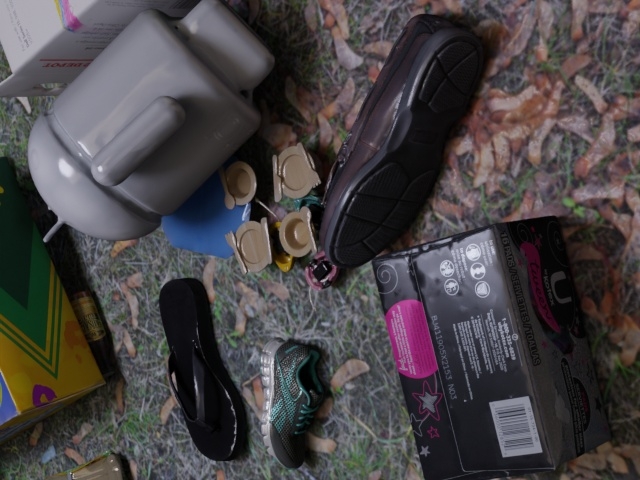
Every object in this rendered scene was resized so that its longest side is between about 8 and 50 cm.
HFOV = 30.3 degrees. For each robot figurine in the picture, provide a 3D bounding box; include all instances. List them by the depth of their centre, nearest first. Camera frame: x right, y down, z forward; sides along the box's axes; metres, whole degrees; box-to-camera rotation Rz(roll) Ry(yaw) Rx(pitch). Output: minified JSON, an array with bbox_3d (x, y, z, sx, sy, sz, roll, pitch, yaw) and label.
[{"bbox_3d":[-0.215,-0.140,1.448,0.353,0.300,0.200,-44,99,8],"label":"robot figurine"}]

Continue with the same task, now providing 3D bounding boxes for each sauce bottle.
[{"bbox_3d":[-0.331,0.137,1.716,0.042,0.042,0.128,-33,76,36],"label":"sauce bottle"}]

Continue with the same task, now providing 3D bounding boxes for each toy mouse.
[{"bbox_3d":[0.000,0.000,1.440,0.143,0.031,0.161,-22,81,38],"label":"toy mouse"}]

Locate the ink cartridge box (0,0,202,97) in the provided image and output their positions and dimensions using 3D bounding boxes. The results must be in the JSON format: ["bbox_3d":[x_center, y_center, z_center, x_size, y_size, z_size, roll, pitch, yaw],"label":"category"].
[{"bbox_3d":[-0.281,-0.314,1.519,0.353,0.207,0.119,-29,80,37],"label":"ink cartridge box"}]

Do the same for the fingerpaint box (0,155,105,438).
[{"bbox_3d":[-0.563,0.137,1.789,0.445,0.163,0.371,-32,80,42],"label":"fingerpaint box"}]

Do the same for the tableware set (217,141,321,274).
[{"bbox_3d":[-0.061,-0.038,1.450,0.169,0.020,0.141,-14,86,39],"label":"tableware set"}]

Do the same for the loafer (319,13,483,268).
[{"bbox_3d":[0.079,-0.112,1.335,0.095,0.109,0.302,49,117,47],"label":"loafer"}]

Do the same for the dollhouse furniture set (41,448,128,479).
[{"bbox_3d":[-0.324,0.488,1.734,0.198,0.151,0.301,-21,63,18],"label":"dollhouse furniture set"}]

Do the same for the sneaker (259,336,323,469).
[{"bbox_3d":[-0.031,0.204,1.470,0.076,0.065,0.166,-3,95,35],"label":"sneaker"}]

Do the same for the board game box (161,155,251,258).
[{"bbox_3d":[-0.145,-0.050,1.549,0.169,0.033,0.133,11,101,38],"label":"board game box"}]

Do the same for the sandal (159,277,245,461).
[{"bbox_3d":[-0.173,0.177,1.583,0.097,0.054,0.254,-26,78,38],"label":"sandal"}]

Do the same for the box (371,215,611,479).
[{"bbox_3d":[0.182,0.113,1.237,0.163,0.142,0.247,-17,85,37],"label":"box"}]
